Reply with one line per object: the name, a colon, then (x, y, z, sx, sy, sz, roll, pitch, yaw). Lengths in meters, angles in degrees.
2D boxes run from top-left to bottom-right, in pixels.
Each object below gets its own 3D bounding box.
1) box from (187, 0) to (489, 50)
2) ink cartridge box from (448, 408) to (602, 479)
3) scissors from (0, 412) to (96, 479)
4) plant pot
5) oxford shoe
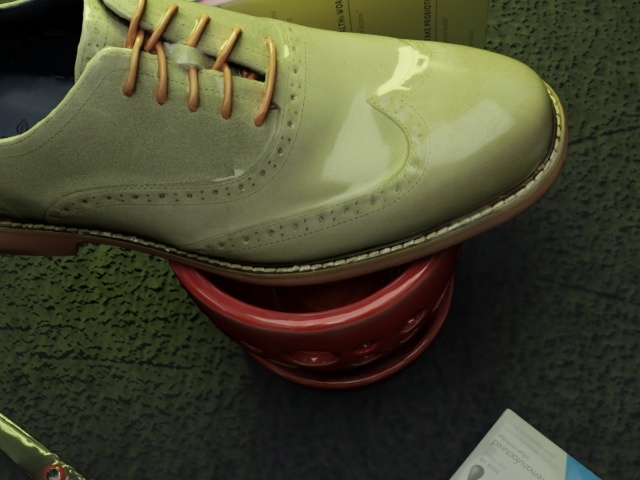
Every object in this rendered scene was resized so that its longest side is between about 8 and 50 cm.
box: (-0.011, -0.163, 0.743, 0.243, 0.213, 0.117, -16, 65, -1)
ink cartridge box: (0.103, 0.211, 0.644, 0.104, 0.060, 0.180, 37, 74, 19)
scissors: (-0.164, 0.170, 0.716, 0.109, 0.021, 0.297, -38, 66, -9)
plant pot: (0.000, 0.000, 0.688, 0.191, 0.174, 0.191, -2, 66, 5)
oxford shoe: (-0.066, -0.063, 0.551, 0.397, 0.146, 0.140, -3, 64, 6)
